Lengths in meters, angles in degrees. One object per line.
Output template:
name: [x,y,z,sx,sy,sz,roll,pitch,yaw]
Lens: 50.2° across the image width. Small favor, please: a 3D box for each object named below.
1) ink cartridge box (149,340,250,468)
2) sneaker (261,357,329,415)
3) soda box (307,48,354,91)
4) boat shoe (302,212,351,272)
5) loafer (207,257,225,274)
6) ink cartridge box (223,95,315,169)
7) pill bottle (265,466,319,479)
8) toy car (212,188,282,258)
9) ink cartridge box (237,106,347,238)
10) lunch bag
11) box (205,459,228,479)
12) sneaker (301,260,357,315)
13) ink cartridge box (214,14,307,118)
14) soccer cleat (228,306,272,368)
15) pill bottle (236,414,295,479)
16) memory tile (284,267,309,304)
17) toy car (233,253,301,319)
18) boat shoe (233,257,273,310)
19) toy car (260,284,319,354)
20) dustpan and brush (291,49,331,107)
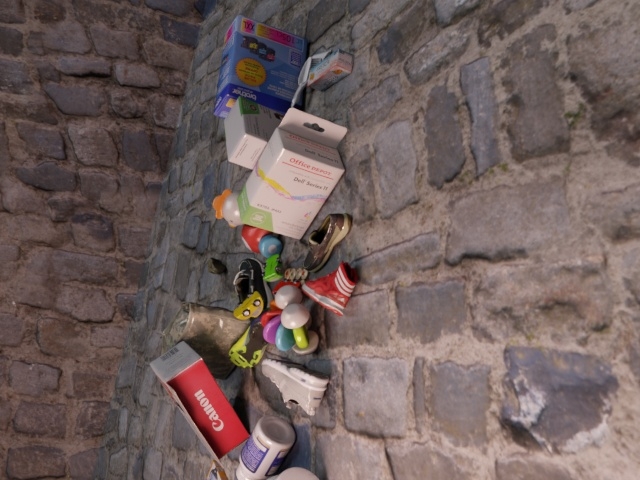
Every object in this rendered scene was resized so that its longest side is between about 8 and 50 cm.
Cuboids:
ink cartridge box: [-0.351,0.488,2.043,0.130,0.309,0.272,-34,21,-19]
sneaker: [-0.086,0.384,1.813,0.281,0.105,0.115,3,79,62]
soda box: [0.029,-0.526,2.122,0.183,0.058,0.062,-15,63,58]
boat shoe: [0.000,0.000,1.884,0.223,0.074,0.080,-52,35,37]
loafer: [-0.401,0.107,2.615,0.148,0.056,0.050,-136,64,-71]
ink cartridge box: [-0.142,-0.297,2.090,0.117,0.278,0.201,-52,35,32]
pill bottle: [-0.113,0.670,1.653,0.283,0.161,0.161,-51,35,39]
toy car: [-0.246,-0.077,2.211,0.219,0.238,0.210,40,112,61]
ink cartridge box: [-0.074,-0.187,1.975,0.353,0.207,0.119,-57,30,32]
lunch bag: [-0.368,0.307,2.242,0.287,0.235,0.168,-52,32,38]
box: [-0.325,0.765,2.153,0.136,0.028,0.081,39,111,63]
sneaker: [0.036,0.113,1.784,0.128,0.087,0.221,-57,27,-4]
ink cartridge box: [-0.202,-0.533,2.331,0.151,0.270,0.395,146,133,-59]
soccer cleat: [-0.197,0.303,2.116,0.289,0.093,0.121,-52,4,45]
pill bottle: [-0.153,0.572,1.834,0.186,0.112,0.112,-61,30,24]
memory tile: [-0.079,0.136,2.031,0.148,0.012,0.113,-6,71,61]
toy car: [-0.141,0.131,2.042,0.239,0.053,0.224,-24,34,23]
boat shoe: [-0.233,0.142,2.232,0.114,0.091,0.302,-65,29,17]
toy car: [-0.091,0.222,1.822,0.182,0.136,0.159,-113,4,-50]
dustpan and brush: [-0.045,-0.534,2.263,0.147,0.060,0.211,14,89,63]
